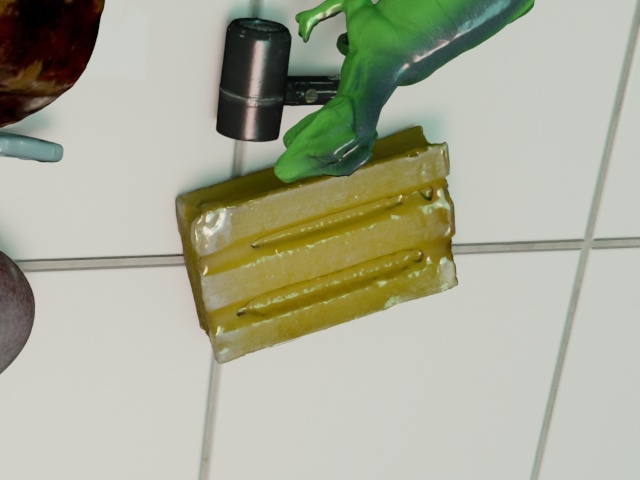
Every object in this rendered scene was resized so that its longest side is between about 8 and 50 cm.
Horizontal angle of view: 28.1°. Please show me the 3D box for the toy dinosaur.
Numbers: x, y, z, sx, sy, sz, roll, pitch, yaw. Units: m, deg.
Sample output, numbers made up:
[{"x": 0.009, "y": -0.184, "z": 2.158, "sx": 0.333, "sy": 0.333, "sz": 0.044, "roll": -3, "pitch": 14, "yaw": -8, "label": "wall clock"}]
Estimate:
[{"x": 0.189, "y": -0.249, "z": 1.246, "sx": 0.500, "sy": 0.375, "sz": 0.144, "roll": -13, "pitch": 134, "yaw": 32, "label": "toy dinosaur"}]

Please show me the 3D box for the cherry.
[{"x": -0.377, "y": 0.078, "z": 1.315, "sx": 0.176, "sy": 0.140, "sz": 0.176, "roll": -12, "pitch": 141, "yaw": -10, "label": "cherry"}]

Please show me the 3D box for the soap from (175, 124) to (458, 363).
[{"x": 0.000, "y": 0.000, "z": 1.472, "sx": 0.314, "sy": 0.091, "sz": 0.199, "roll": -17, "pitch": 118, "yaw": -15, "label": "soap"}]

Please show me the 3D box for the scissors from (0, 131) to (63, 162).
[{"x": -0.430, "y": -0.104, "z": 1.218, "sx": 0.360, "sy": 0.191, "sz": 0.029, "roll": 5, "pitch": 94, "yaw": -9, "label": "scissors"}]

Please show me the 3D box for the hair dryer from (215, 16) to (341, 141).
[{"x": -0.009, "y": -0.175, "z": 1.405, "sx": 0.219, "sy": 0.071, "sz": 0.124, "roll": -2, "pitch": 114, "yaw": -30, "label": "hair dryer"}]

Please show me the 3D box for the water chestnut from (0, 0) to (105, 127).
[{"x": -0.308, "y": -0.258, "z": 1.070, "sx": 0.347, "sy": 0.335, "sz": 0.335, "roll": -33, "pitch": 124, "yaw": 13, "label": "water chestnut"}]
